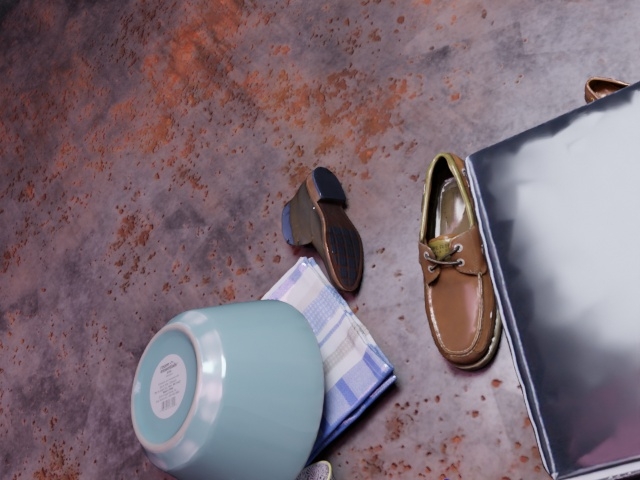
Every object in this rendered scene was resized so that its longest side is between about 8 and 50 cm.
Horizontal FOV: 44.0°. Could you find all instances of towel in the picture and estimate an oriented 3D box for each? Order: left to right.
[{"bbox_3d":[-0.027,0.173,1.194,0.209,0.034,0.285,-45,46,7],"label":"towel"}]

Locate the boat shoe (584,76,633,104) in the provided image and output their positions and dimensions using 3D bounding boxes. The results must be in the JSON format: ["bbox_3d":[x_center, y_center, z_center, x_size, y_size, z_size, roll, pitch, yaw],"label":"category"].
[{"bbox_3d":[0.431,-0.174,1.064,0.178,0.060,0.064,34,88,40],"label":"boat shoe"}]

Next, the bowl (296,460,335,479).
[{"bbox_3d":[-0.024,0.384,1.050,0.170,0.170,0.080,-41,95,9],"label":"bowl"}]

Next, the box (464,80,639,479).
[{"bbox_3d":[0.450,0.052,0.669,0.480,0.472,0.297,-23,55,23],"label":"box"}]

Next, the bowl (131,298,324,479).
[{"bbox_3d":[-0.155,0.220,1.132,0.312,0.163,0.311,-22,60,43],"label":"bowl"}]

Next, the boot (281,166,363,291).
[{"bbox_3d":[0.000,0.000,1.269,0.106,0.082,0.219,-38,52,40],"label":"boot"}]

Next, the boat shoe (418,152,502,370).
[{"bbox_3d":[0.179,0.023,1.101,0.111,0.104,0.307,-16,59,26],"label":"boat shoe"}]

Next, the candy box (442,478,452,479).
[{"bbox_3d":[0.257,0.392,0.750,0.317,0.268,0.122,7,36,36],"label":"candy box"}]
